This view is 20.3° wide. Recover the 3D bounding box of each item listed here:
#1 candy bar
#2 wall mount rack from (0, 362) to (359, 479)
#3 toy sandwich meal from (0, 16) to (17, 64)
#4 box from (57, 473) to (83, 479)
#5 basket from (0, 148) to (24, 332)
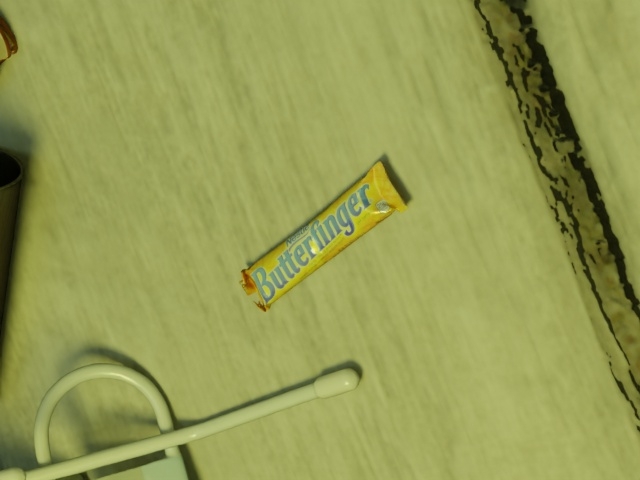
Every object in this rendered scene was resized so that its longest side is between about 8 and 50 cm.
[{"bbox_3d":[0.000,0.000,1.328,0.161,0.018,0.040,-37,83,31],"label":"candy bar"},{"bbox_3d":[-0.092,0.247,1.367,0.304,0.130,0.350,-16,83,-5],"label":"wall mount rack"},{"bbox_3d":[-0.284,-0.153,1.443,0.085,0.029,0.086,11,112,29],"label":"toy sandwich meal"},{"bbox_3d":[-0.278,0.304,1.438,0.127,0.232,0.149,-22,91,35],"label":"box"},{"bbox_3d":[-0.333,0.042,1.455,0.204,0.154,0.227,13,113,28],"label":"basket"}]
